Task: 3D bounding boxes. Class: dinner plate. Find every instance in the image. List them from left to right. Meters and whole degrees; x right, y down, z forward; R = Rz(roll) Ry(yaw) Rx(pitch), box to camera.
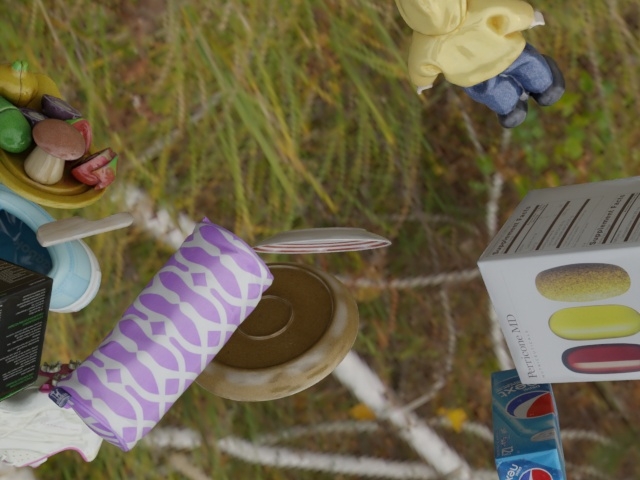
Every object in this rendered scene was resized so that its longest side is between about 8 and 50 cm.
[{"bbox_3d":[0.000,0.000,1.533,0.141,0.017,0.141,-3,173,0],"label":"dinner plate"}]

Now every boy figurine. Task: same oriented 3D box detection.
[{"bbox_3d":[0.173,-0.238,1.844,0.177,0.092,0.285,-33,136,24],"label":"boy figurine"}]

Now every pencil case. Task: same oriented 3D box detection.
[{"bbox_3d":[-0.129,0.077,1.266,0.206,0.088,0.086,-47,130,-16],"label":"pencil case"}]

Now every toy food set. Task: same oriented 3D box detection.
[{"bbox_3d":[-0.253,-0.101,1.464,0.128,0.218,0.071,-8,141,-44],"label":"toy food set"}]

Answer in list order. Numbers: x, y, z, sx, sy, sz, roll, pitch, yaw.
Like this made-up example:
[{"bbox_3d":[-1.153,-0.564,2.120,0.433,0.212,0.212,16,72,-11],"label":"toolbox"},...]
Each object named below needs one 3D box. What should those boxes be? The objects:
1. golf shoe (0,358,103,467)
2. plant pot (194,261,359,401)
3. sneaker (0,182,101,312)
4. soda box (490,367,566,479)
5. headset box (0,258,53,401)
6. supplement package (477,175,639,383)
[{"bbox_3d":[-0.419,0.240,1.993,0.306,0.115,0.140,-3,111,-14],"label":"golf shoe"},{"bbox_3d":[-0.069,0.106,1.976,0.236,0.236,0.032,-22,134,-8],"label":"plant pot"},{"bbox_3d":[-0.430,-0.043,1.847,0.135,0.365,0.150,-62,171,-8],"label":"sneaker"},{"bbox_3d":[0.224,0.211,1.665,0.067,0.210,0.071,-12,109,9],"label":"soda box"},{"bbox_3d":[-0.473,0.079,1.623,0.246,0.283,0.131,-26,132,-63],"label":"headset box"},{"bbox_3d":[0.285,0.031,1.342,0.244,0.134,0.139,-7,117,35],"label":"supplement package"}]
